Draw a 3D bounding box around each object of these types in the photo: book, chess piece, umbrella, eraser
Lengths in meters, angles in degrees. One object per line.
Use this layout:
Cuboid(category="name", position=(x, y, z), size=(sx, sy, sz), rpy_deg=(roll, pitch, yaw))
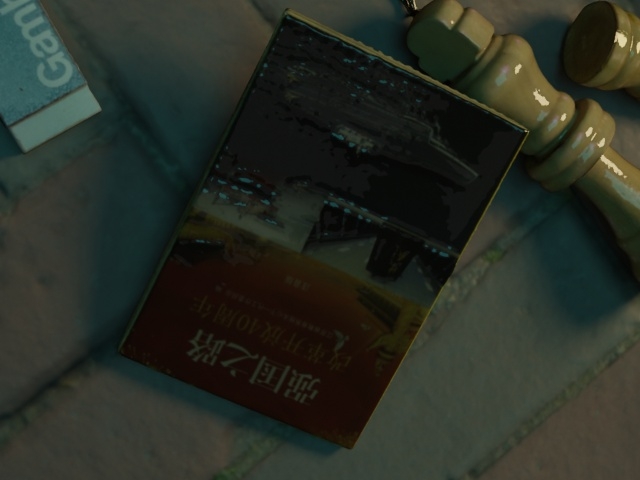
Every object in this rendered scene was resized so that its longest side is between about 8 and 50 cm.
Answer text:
Cuboid(category="book", position=(0.000, 0.000, 1.198), size=(0.263, 0.028, 0.373), rpy_deg=(24, 104, -14))
Cuboid(category="chess piece", position=(0.356, -0.176, 1.291), size=(0.200, 0.090, 0.090), rpy_deg=(15, 91, -24))
Cuboid(category="chess piece", position=(0.245, -0.096, 1.251), size=(0.397, 0.117, 0.117), rpy_deg=(39, 85, -11))
Cuboid(category="umbrella", position=(0.080, -0.262, 1.246), size=(0.031, 0.020, 0.083), rpy_deg=(-24, 104, -9))
Cuboid(category="eraser", position=(-0.292, -0.192, 1.151), size=(0.092, 0.046, 0.212), rpy_deg=(-32, 100, -9))
